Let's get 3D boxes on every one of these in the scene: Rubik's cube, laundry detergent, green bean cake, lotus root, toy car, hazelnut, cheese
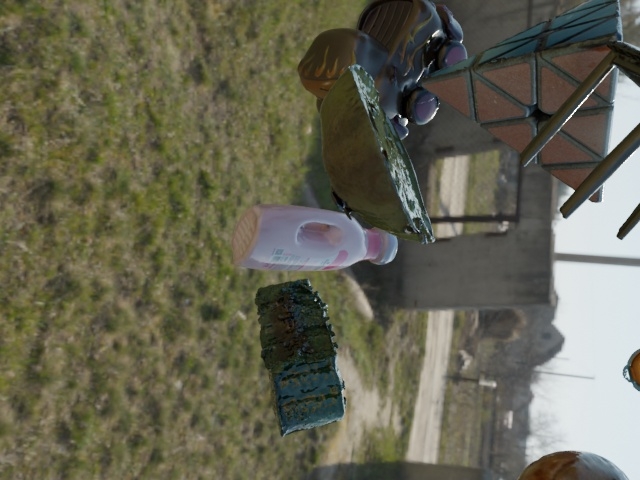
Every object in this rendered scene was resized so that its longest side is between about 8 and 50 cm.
[{"bbox_3d":[0.317,-0.213,0.929,0.228,0.233,0.228,-55,-135,35],"label":"Rubik's cube"},{"bbox_3d":[0.000,0.000,1.357,0.159,0.335,0.087,-56,-137,39],"label":"laundry detergent"},{"bbox_3d":[-0.029,0.150,0.940,0.208,0.107,0.193,122,-41,-86],"label":"green bean cake"},{"bbox_3d":[0.045,-0.075,0.702,0.183,0.078,0.203,52,20,-43],"label":"lotus root"},{"bbox_3d":[0.113,-0.375,1.429,0.240,0.271,0.340,33,85,-38],"label":"toy car"},{"bbox_3d":[0.298,0.326,0.821,0.150,0.150,0.150,4,90,-74],"label":"hazelnut"},{"bbox_3d":[0.341,0.116,0.649,0.017,0.111,0.047,7,70,-72],"label":"cheese"}]

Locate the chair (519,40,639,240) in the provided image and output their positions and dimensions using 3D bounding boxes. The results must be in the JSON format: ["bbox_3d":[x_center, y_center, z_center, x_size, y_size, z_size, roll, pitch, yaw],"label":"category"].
[{"bbox_3d":[0.342,-0.114,0.637,0.272,0.166,0.188,-51,-167,19],"label":"chair"}]
